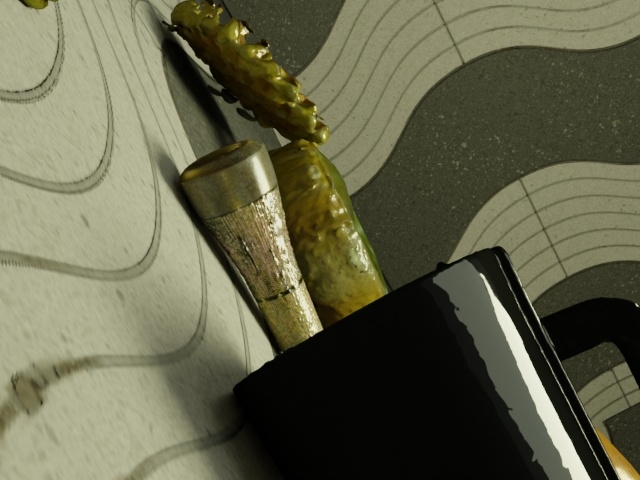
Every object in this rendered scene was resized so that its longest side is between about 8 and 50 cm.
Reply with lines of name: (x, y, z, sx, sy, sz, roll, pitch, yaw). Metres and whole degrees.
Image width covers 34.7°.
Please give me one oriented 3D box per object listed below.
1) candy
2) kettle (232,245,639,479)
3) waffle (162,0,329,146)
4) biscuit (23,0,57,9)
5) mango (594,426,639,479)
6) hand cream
candy: (0.000, 0.000, 1.289, 0.260, 0.118, 0.260, -25, 90, -86)
kettle: (0.123, 0.175, 0.712, 0.308, 0.262, 0.203, 61, -36, 8)
waffle: (-0.091, -0.217, 1.345, 0.280, 0.060, 0.262, 43, -10, 6)
biscuit: (-0.217, -0.206, 0.736, 0.084, 0.023, 0.084, 60, 5, -9)
mango: (0.155, 0.209, 0.908, 0.199, 0.201, 0.350, 17, 0, -25)
hand cream: (-0.050, 0.012, 0.932, 0.084, 0.084, 0.203, -100, 166, -74)
